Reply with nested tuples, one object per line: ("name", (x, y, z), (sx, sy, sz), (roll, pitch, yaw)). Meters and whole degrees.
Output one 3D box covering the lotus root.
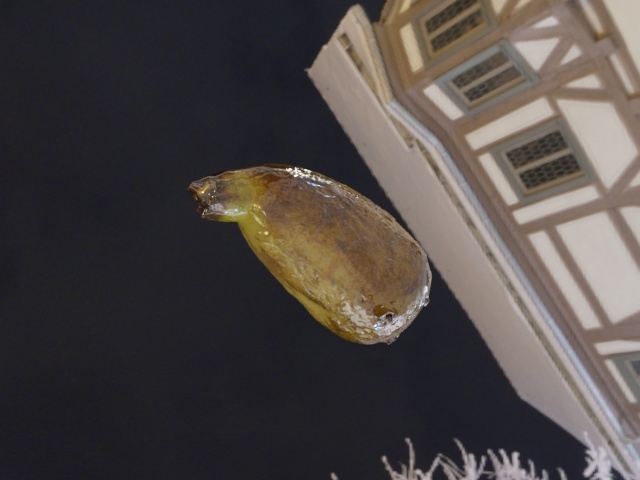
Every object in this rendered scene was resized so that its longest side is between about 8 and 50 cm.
("lotus root", (0.000, 0.000, 0.441), (0.190, 0.108, 0.094), (40, -86, -27))
